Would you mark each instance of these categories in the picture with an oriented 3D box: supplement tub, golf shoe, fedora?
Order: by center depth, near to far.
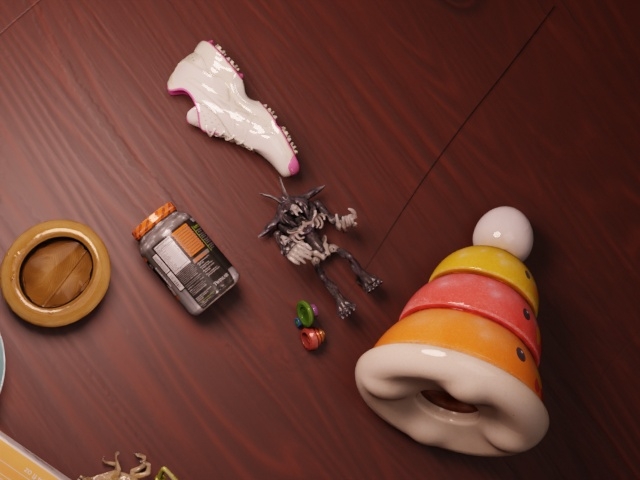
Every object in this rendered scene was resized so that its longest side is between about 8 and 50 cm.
[{"bbox_3d":[-0.463,0.059,1.821,0.194,0.079,0.194,1,85,-9],"label":"fedora"},{"bbox_3d":[-0.244,0.031,1.860,0.117,0.117,0.190,-40,91,-16],"label":"supplement tub"},{"bbox_3d":[-0.163,-0.224,1.936,0.140,0.115,0.306,-39,85,-6],"label":"golf shoe"}]

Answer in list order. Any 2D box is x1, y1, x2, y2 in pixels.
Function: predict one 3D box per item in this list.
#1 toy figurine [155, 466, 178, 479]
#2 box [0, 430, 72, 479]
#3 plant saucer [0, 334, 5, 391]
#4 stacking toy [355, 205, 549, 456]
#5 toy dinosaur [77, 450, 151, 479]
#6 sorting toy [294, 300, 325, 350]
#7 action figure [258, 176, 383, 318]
[{"bbox_3d":[-0.209,0.572,1.688,0.362,0.191,0.217,41,47,-12],"label":"toy figurine"},{"bbox_3d":[-0.556,0.498,1.658,0.215,0.168,0.345,41,74,-20],"label":"box"},{"bbox_3d":[-0.681,0.201,1.694,0.317,0.044,0.317,13,64,-29],"label":"plant saucer"},{"bbox_3d":[0.291,0.124,1.914,0.350,0.350,0.480,27,60,-8],"label":"stacking toy"},{"bbox_3d":[-0.329,0.424,1.818,0.183,0.053,0.092,20,92,-3],"label":"toy dinosaur"},{"bbox_3d":[-0.015,0.153,1.926,0.042,0.061,0.102,-16,113,-29],"label":"sorting toy"},{"bbox_3d":[0.000,0.000,1.914,0.164,0.141,0.275,-40,95,-15],"label":"action figure"}]
